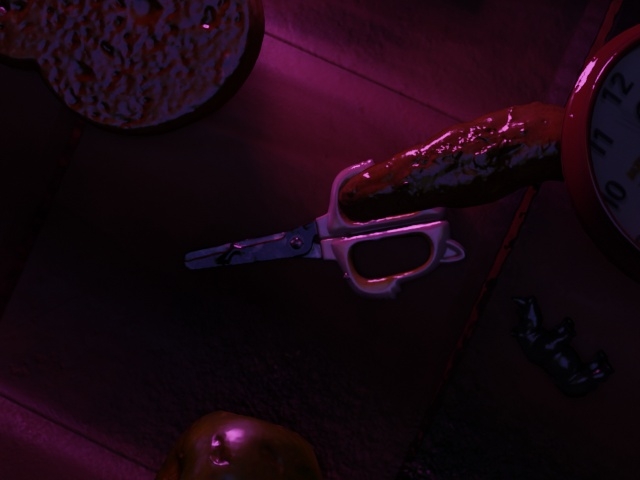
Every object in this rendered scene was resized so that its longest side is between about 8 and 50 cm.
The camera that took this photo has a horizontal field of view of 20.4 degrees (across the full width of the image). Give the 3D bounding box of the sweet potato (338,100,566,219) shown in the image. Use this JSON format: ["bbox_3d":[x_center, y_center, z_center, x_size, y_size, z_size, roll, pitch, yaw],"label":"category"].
[{"bbox_3d":[0.192,-0.092,1.928,0.355,0.095,0.106,-7,104,-4],"label":"sweet potato"}]

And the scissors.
[{"bbox_3d":[0.000,0.000,1.990,0.318,0.024,0.160,-10,89,7],"label":"scissors"}]

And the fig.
[{"bbox_3d":[-0.048,0.311,1.933,0.275,0.206,0.206,29,93,-17],"label":"fig"}]

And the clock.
[{"bbox_3d":[0.404,-0.087,1.885,0.318,0.080,0.318,2,78,-11],"label":"clock"}]

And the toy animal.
[{"bbox_3d":[0.254,0.113,1.947,0.065,0.047,0.135,-43,90,13],"label":"toy animal"}]

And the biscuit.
[{"bbox_3d":[-0.240,-0.287,2.005,0.314,0.063,0.367,-27,87,9],"label":"biscuit"}]
